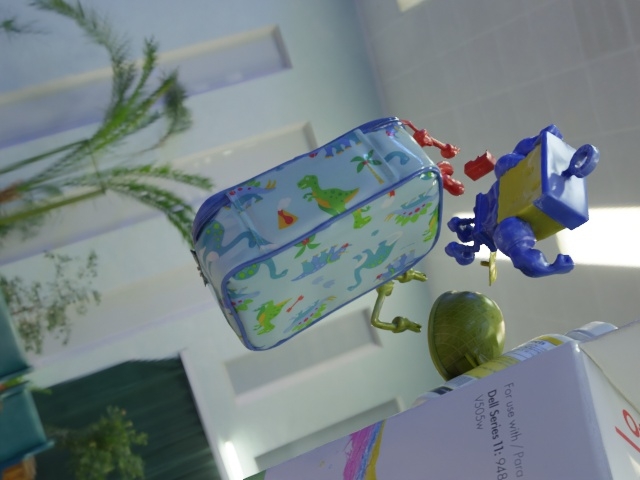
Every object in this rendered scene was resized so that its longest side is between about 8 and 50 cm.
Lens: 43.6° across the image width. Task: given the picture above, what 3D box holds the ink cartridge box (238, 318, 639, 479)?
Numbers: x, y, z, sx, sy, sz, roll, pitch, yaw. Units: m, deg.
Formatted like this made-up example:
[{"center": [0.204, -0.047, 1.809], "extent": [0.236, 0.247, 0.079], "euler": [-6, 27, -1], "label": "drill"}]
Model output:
[{"center": [0.111, 0.188, 0.451], "extent": [0.207, 0.353, 0.119], "euler": [41, 34, -30], "label": "ink cartridge box"}]

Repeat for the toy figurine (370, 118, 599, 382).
[{"center": [0.207, -0.038, 0.895], "extent": [0.217, 0.191, 0.363], "euler": [-34, -152, 39], "label": "toy figurine"}]

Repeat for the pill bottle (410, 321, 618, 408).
[{"center": [0.198, 0.159, 0.742], "extent": [0.119, 0.208, 0.119], "euler": [51, -28, 40], "label": "pill bottle"}]

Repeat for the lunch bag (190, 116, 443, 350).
[{"center": [0.000, 0.000, 0.717], "extent": [0.090, 0.219, 0.176], "euler": [56, -11, 30], "label": "lunch bag"}]
